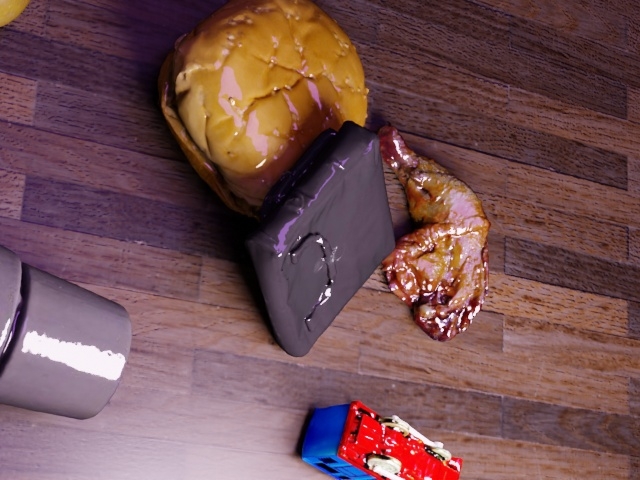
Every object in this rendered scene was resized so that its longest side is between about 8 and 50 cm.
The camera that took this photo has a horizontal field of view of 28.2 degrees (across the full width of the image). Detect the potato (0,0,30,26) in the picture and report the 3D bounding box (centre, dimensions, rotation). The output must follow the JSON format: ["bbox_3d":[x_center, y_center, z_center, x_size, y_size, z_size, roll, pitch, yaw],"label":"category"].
[{"bbox_3d":[-0.420,-0.338,1.553,0.158,0.178,0.203,34,48,-37],"label":"potato"}]

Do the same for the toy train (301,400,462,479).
[{"bbox_3d":[0.087,0.292,1.709,0.204,0.131,0.083,35,57,-31],"label":"toy train"}]

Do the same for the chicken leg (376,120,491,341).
[{"bbox_3d":[0.155,-0.014,1.850,0.177,0.083,0.322,4,78,-14],"label":"chicken leg"}]

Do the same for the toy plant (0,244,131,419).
[{"bbox_3d":[-0.425,0.089,1.425,0.400,0.279,0.185,23,24,-29],"label":"toy plant"}]

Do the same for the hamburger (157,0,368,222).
[{"bbox_3d":[-0.064,-0.189,1.718,0.318,0.158,0.319,10,72,-34],"label":"hamburger"}]

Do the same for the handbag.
[{"bbox_3d":[0.000,0.000,1.666,0.088,0.275,0.244,28,64,23],"label":"handbag"}]
